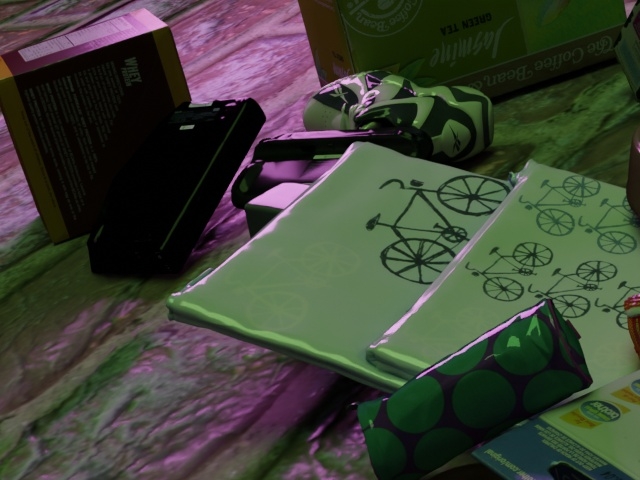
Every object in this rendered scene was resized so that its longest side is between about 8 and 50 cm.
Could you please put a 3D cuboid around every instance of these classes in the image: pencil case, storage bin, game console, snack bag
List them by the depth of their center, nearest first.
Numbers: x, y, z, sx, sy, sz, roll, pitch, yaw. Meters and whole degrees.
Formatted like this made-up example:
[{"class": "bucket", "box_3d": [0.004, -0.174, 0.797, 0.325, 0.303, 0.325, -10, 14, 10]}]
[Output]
[{"class": "pencil case", "box_3d": [0.096, 0.098, 0.944, 0.151, 0.064, 0.070, -31, -6, 12]}, {"class": "snack bag", "box_3d": [0.105, 0.017, 1.131, 0.342, 0.037, 0.323, 17, 35, 24]}, {"class": "storage bin", "box_3d": [0.000, 0.000, 1.301, 0.098, 0.091, 0.135, -31, 27, -35]}, {"class": "game console", "box_3d": [-0.063, -0.055, 1.448, 0.361, 0.044, 0.213, 0, 49, 36]}]

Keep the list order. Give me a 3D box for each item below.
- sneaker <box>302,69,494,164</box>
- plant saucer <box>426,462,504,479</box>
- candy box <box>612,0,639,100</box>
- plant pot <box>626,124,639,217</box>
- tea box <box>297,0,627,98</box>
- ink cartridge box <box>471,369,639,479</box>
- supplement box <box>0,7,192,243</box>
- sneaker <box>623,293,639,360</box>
[{"class": "sneaker", "box_3d": [0.045, -0.110, 1.535, 0.235, 0.094, 0.153, 15, 27, 35]}, {"class": "plant saucer", "box_3d": [0.094, 0.167, 0.927, 0.083, 0.015, 0.083, -13, 21, 5]}, {"class": "candy box", "box_3d": [0.396, -0.235, 1.472, 0.159, 0.071, 0.233, -18, -17, -9]}, {"class": "plant pot", "box_3d": [0.366, -0.127, 1.109, 0.263, 0.229, 0.263, 0, 22, 0]}, {"class": "tea box", "box_3d": [0.142, -0.334, 1.710, 0.329, 0.324, 0.220, -20, 21, -9]}, {"class": "ink cartridge box", "box_3d": [0.266, 0.116, 0.874, 0.311, 0.065, 0.186, -19, 20, -18]}, {"class": "supplement box", "box_3d": [-0.242, -0.130, 1.646, 0.194, 0.191, 0.129, -20, 22, -11]}, {"class": "sneaker", "box_3d": [0.276, 0.057, 1.032, 0.175, 0.067, 0.064, -12, -3, -33]}]
